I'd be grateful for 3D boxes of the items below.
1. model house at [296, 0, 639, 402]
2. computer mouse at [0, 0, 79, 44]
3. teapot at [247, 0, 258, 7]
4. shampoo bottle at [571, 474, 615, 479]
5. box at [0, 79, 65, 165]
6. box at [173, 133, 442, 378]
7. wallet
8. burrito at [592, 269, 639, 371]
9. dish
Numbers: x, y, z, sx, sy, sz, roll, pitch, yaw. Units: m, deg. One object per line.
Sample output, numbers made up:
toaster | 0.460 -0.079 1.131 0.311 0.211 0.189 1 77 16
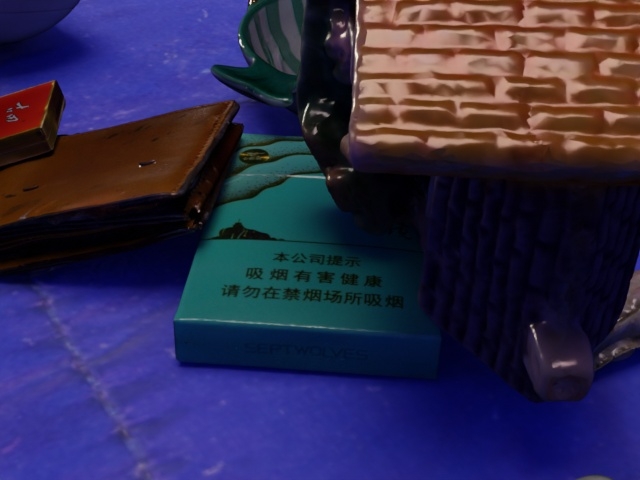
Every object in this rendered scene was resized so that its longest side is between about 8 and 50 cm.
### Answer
model house | 0.088 -0.055 0.520 0.202 0.237 0.237 5 36 -5
computer mouse | -0.339 -0.255 0.966 0.184 0.121 0.296 -19 25 -41
teapot | -0.007 -0.215 0.964 0.129 0.078 0.098 12 75 -3
shampoo bottle | 0.070 0.164 0.409 0.262 0.085 0.085 -17 39 -26
box | -0.266 -0.079 0.761 0.133 0.023 0.090 -16 34 5
box | 0.000 0.000 0.675 0.160 0.042 0.226 5 36 3
wallet | -0.156 -0.038 0.698 0.195 0.042 0.161 -11 28 15
burrito | 0.186 0.047 0.615 0.149 0.041 0.055 -18 36 -22
dish | 0.018 -0.142 0.844 0.224 0.078 0.246 29 44 30
